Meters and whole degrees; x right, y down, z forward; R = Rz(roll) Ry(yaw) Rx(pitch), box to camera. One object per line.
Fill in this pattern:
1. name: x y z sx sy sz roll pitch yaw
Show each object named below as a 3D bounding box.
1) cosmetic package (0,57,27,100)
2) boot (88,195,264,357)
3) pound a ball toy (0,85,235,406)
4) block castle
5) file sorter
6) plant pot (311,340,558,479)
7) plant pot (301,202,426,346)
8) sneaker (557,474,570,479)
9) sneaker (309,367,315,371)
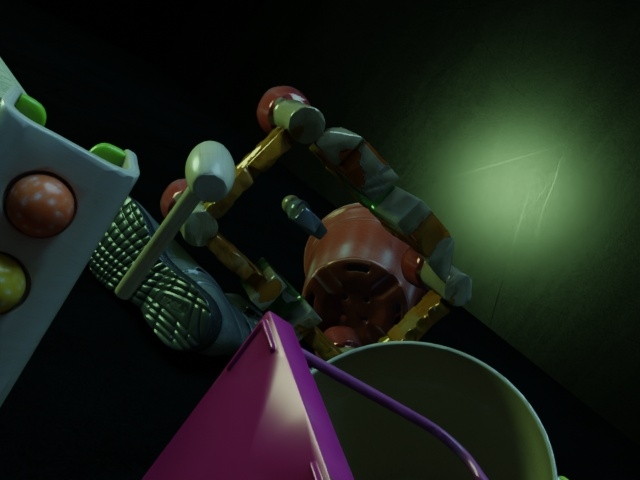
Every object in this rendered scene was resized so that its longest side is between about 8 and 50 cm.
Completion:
1. cosmetic package: -0.611 -0.259 1.411 0.160 0.113 0.309 24 14 -44
2. boot: -0.206 0.071 1.241 0.338 0.118 0.222 49 10 32
3. pound a ball toy: -0.235 0.019 0.730 0.208 0.319 0.136 30 11 -22
4. block castle: 0.000 0.000 1.324 0.453 0.303 0.213 45 0 -22
5. file sorter: -0.029 0.236 0.479 0.182 0.291 0.202 33 10 -22
6. plant pot: 0.090 0.274 0.847 0.284 0.284 0.191 41 -22 33
7. plant pot: 0.079 0.090 1.615 0.272 0.272 0.265 34 19 -2
8. sneaker: 0.295 0.375 1.351 0.300 0.111 0.121 35 18 32
9. sneaker: 0.004 0.223 1.233 0.192 0.064 0.086 16 25 -49
